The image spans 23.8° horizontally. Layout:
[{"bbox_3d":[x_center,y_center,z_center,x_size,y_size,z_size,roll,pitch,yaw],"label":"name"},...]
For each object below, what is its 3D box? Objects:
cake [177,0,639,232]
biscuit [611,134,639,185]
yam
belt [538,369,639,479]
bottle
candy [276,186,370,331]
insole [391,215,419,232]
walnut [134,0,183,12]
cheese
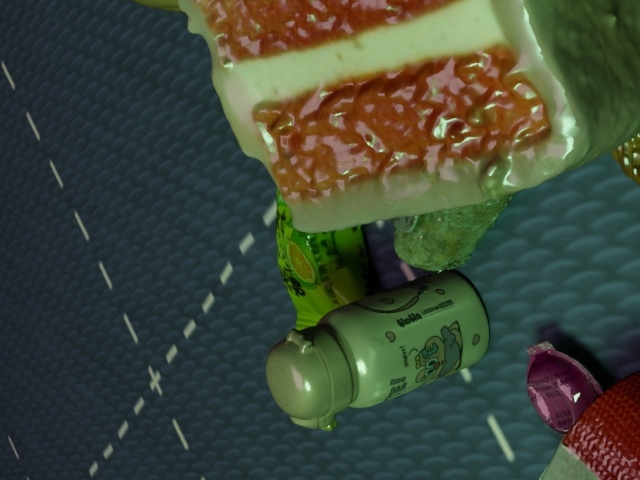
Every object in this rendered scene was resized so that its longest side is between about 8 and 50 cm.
[{"bbox_3d":[0.090,-0.156,1.060,0.309,0.230,0.237,-12,102,47],"label":"cake"},{"bbox_3d":[0.262,-0.113,1.121,0.188,0.027,0.188,34,133,47],"label":"biscuit"},{"bbox_3d":[0.127,-0.040,1.337,0.078,0.078,0.179,59,145,20],"label":"yam"},{"bbox_3d":[0.245,0.195,1.216,0.124,0.128,0.201,49,136,35],"label":"belt"},{"bbox_3d":[0.048,0.107,1.408,0.097,0.209,0.110,34,134,47],"label":"bottle"},{"bbox_3d":[0.000,0.000,1.571,0.149,0.069,0.246,14,117,58],"label":"candy"},{"bbox_3d":[0.069,-0.061,1.400,0.193,0.006,0.065,-113,38,-65],"label":"insole"},{"bbox_3d":[-0.142,-0.359,1.386,0.313,0.277,0.252,40,-172,5],"label":"walnut"},{"bbox_3d":[0.224,0.153,1.318,0.145,0.038,0.095,61,149,0],"label":"cheese"}]
